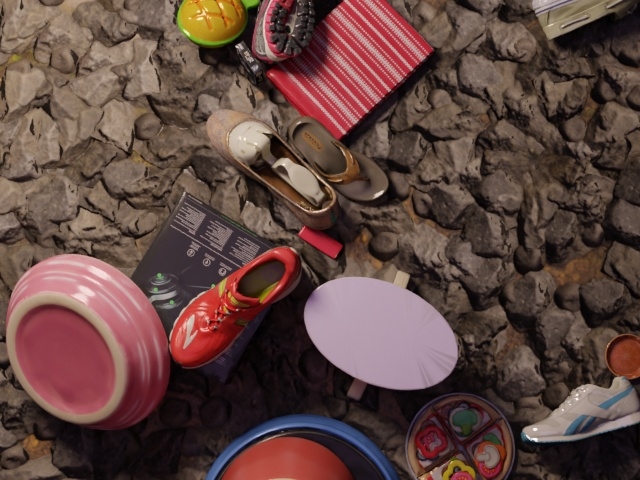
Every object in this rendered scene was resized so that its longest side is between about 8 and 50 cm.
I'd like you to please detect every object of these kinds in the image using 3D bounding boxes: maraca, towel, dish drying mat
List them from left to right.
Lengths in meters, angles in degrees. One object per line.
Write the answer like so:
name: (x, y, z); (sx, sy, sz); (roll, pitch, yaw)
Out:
maraca: (-0.194, -0.437, 1.811); (0.127, 0.099, 0.186); (31, 59, 2)
dish drying mat: (0.000, 0.000, 1.798); (0.083, 0.008, 0.032); (33, 83, 5)
towel: (0.055, -0.337, 1.827); (0.275, 0.031, 0.199); (-43, 85, -5)

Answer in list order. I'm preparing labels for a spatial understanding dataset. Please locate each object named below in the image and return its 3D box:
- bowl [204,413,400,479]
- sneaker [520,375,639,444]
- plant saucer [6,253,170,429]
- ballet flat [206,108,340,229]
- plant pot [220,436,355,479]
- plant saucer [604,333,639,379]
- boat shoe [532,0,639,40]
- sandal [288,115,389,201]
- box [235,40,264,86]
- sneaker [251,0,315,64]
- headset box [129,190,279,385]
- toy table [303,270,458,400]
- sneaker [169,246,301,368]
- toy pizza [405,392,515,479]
bowl: (-0.034, 0.512, 1.704); (0.391, 0.077, 0.391); (0, 84, 1)
sneaker: (0.467, 0.314, 1.725); (0.228, 0.087, 0.092); (-15, 77, -8)
plant saucer: (-0.422, 0.191, 1.659); (0.332, 0.084, 0.332); (8, 112, 20)
ballet flat: (-0.083, -0.148, 1.767); (0.316, 0.106, 0.107); (39, 78, 5)
plant pot: (-0.056, 0.469, 1.550); (0.274, 0.243, 0.275); (0, 83, 0)
plant saucer: (0.568, 0.215, 1.765); (0.083, 0.013, 0.084); (0, 83, 0)
boat shoe: (0.556, -0.467, 1.813); (0.302, 0.109, 0.094); (-17, 99, 7)
sandal: (0.033, -0.148, 1.771); (0.219, 0.060, 0.090); (42, 100, -10)
box: (-0.133, -0.333, 1.801); (0.018, 0.083, 0.067); (-34, 85, -4)
sneaker: (-0.062, -0.476, 1.809); (0.121, 0.112, 0.299); (28, 70, -26)
headset box: (-0.209, 0.098, 1.727); (0.246, 0.131, 0.283); (30, 84, 3)
toy table: (0.104, 0.165, 1.702); (0.274, 0.161, 0.252); (34, 84, 4)
sneaker: (-0.149, 0.103, 1.600); (0.279, 0.118, 0.107); (-43, 86, -4)
toy pizza: (0.256, 0.380, 1.739); (0.201, 0.032, 0.201); (0, 83, 1)
